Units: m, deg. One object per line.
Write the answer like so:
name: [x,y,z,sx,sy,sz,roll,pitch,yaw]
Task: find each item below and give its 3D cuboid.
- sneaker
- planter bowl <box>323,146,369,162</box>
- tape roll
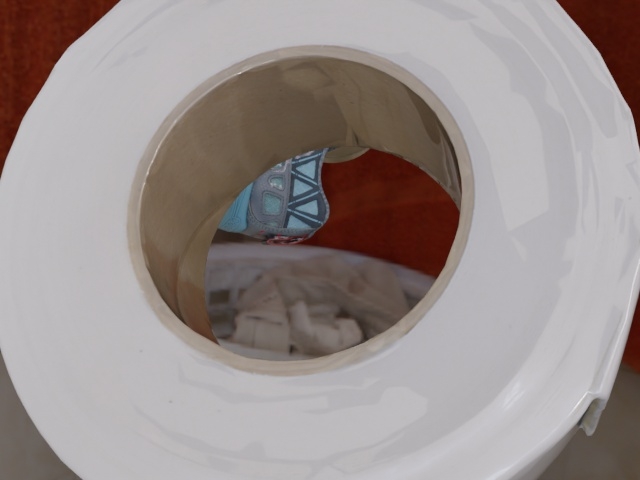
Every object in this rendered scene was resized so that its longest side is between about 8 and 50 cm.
sneaker: [-0.018,-0.117,0.709,0.125,0.262,0.104,24,-18,-24]
planter bowl: [0.010,-0.142,0.899,0.162,0.162,0.109,10,-29,10]
tape roll: [0.000,0.000,0.438,0.286,0.286,0.100,12,-18,16]
